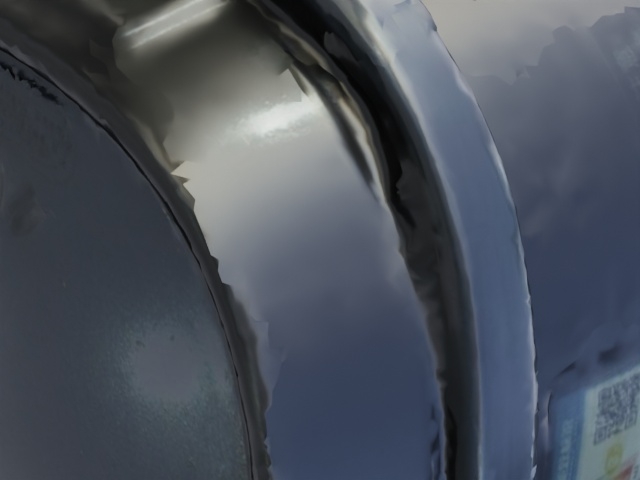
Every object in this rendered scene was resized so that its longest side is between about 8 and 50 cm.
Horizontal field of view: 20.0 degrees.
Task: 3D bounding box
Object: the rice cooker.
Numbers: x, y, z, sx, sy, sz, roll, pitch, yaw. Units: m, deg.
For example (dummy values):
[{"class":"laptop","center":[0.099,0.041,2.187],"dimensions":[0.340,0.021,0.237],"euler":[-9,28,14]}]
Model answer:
[{"class":"rice cooker","center":[0.000,0.000,0.528],"dimensions":[0.267,0.224,0.267],"euler":[30,-48,41]}]
